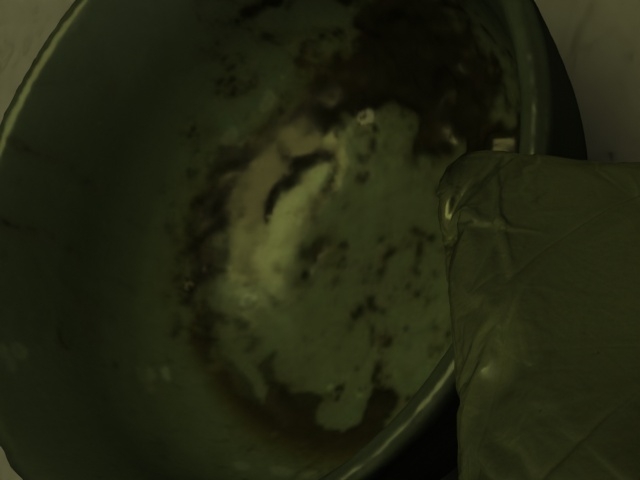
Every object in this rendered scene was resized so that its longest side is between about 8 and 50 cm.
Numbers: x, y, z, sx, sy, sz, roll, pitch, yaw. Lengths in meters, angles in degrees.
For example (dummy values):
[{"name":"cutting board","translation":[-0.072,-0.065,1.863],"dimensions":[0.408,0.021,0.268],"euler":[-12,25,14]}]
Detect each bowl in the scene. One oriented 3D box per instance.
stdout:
[{"name":"bowl","translation":[0.000,0.000,0.703],"dimensions":[0.289,0.146,0.289],"euler":[-16,61,32]}]

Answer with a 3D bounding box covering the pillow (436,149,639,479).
[{"name":"pillow","translation":[0.177,0.083,0.474],"dimensions":[0.281,0.076,0.274],"euler":[0,50,1]}]
